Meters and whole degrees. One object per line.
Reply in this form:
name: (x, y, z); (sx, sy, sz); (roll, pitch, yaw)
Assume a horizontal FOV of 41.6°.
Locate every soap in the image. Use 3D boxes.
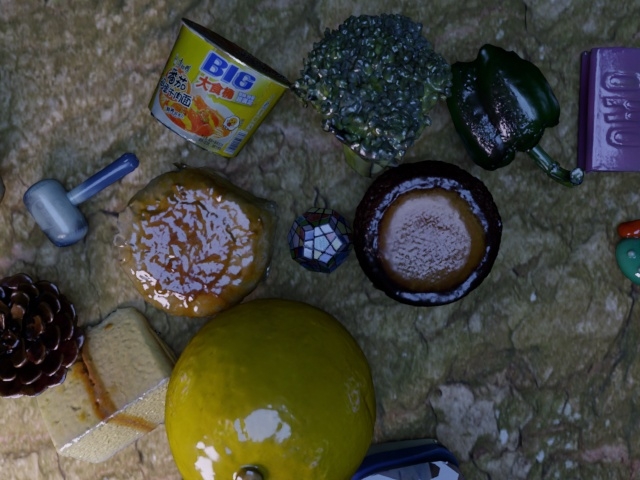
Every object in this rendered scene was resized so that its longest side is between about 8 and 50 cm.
soap: (0.491, -0.212, 1.386); (0.122, 0.065, 0.203); (0, 96, -1)

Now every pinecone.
pinecone: (-0.484, 0.149, 1.333); (0.207, 0.208, 0.208); (0, 96, -2)

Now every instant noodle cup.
instant noodle cup: (-0.161, -0.228, 1.308); (0.205, 0.205, 0.153); (29, 103, -4)

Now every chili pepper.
chili pepper: (0.304, -0.180, 1.329); (0.165, 0.174, 0.261); (-30, 90, 5)

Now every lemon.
lemon: (-0.075, 0.256, 1.285); (0.347, 0.348, 0.348); (0, 96, -2)

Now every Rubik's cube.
Rubik's cube: (0.000, 0.000, 1.379); (0.093, 0.111, 0.111); (0, 96, -30)

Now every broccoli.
broccoli: (0.089, -0.207, 1.298); (0.247, 0.246, 0.288); (13, 59, 23)

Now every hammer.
hammer: (-0.379, -0.080, 1.377); (0.194, 0.069, 0.116); (-34, 95, -3)

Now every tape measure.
tape measure: (0.122, 0.477, 1.409); (0.262, 0.138, 0.259); (-7, 95, -1)

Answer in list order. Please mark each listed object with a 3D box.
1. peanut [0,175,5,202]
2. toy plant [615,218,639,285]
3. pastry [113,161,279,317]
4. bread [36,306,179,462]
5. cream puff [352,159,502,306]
peanut: (-0.658, -0.076, 1.330); (0.313, 0.152, 0.152); (-13, 96, 6)
toy plant: (0.627, 0.093, 1.361); (0.185, 0.279, 0.400); (-20, 106, -41)
pastry: (-0.200, 0.004, 1.363); (0.257, 0.121, 0.236); (27, 98, -6)
bread: (-0.347, 0.238, 1.426); (0.240, 0.135, 0.178); (-35, 62, 3)
cream puff: (0.168, -0.013, 1.345); (0.239, 0.165, 0.239); (0, 100, -2)
